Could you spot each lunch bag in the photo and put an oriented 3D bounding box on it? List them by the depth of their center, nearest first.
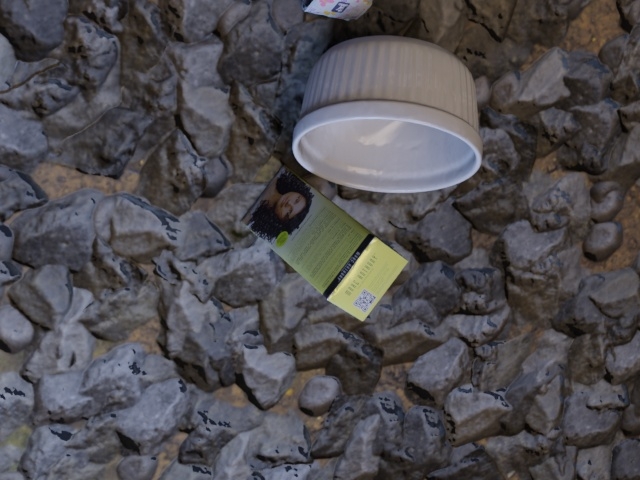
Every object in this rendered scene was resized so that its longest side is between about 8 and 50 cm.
[{"bbox_3d":[0.024,-0.282,1.922,0.071,0.053,0.083,9,116,-30],"label":"lunch bag"}]

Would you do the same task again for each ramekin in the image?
[{"bbox_3d":[0.076,-0.140,1.926,0.207,0.207,0.109,20,65,-34],"label":"ramekin"}]

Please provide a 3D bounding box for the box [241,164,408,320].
[{"bbox_3d":[0.000,0.000,1.924,0.058,0.232,0.087,36,91,-35],"label":"box"}]
